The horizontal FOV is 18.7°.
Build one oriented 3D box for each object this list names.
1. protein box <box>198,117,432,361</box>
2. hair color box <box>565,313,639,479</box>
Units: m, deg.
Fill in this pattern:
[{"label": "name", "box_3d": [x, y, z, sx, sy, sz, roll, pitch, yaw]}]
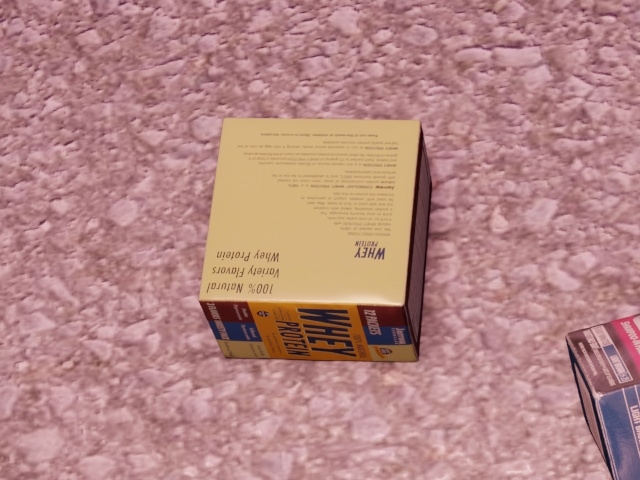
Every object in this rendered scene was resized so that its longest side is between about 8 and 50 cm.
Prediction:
[{"label": "protein box", "box_3d": [0.000, 0.000, 1.907, 0.199, 0.136, 0.201, 1, 63, 10]}, {"label": "hair color box", "box_3d": [0.409, 0.108, 1.748, 0.347, 0.174, 0.105, -15, 106, 2]}]
